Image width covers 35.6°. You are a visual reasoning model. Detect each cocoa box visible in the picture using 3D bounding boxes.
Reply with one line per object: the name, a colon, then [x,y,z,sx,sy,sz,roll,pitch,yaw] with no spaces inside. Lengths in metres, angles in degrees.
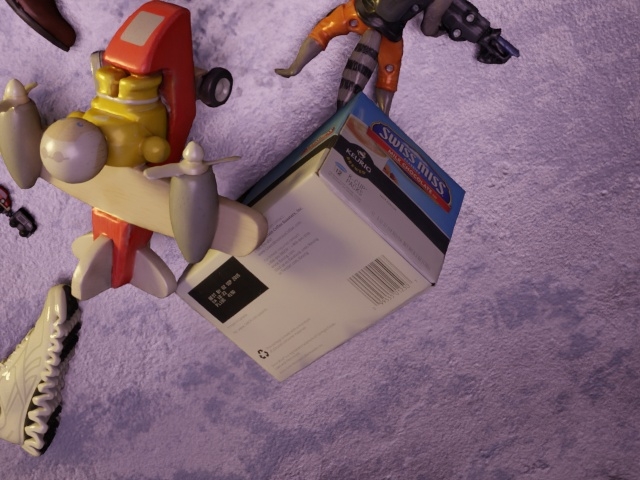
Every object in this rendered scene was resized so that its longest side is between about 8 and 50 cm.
cocoa box: [0.000,0.000,1.463,0.231,0.228,0.347,43,129,-13]

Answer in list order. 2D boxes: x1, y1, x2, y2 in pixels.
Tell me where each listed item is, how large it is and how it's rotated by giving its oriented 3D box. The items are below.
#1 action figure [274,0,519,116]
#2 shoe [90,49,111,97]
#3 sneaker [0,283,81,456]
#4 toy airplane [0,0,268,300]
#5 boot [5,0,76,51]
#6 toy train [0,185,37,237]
action figure: [0.140,-0.319,1.498,0.341,0.178,0.330,30,110,-8]
shoe: [-0.297,-0.209,1.540,0.081,0.063,0.178,-9,100,2]
sneaker: [-0.466,0.204,1.612,0.118,0.110,0.292,17,101,0]
toy airplane: [-0.289,-0.095,1.381,0.386,0.272,0.385,-27,79,24]
boot: [-0.366,-0.456,1.481,0.280,0.096,0.264,-37,96,-3]
toy train: [-0.509,-0.068,1.576,0.036,0.027,0.158,-43,104,2]
